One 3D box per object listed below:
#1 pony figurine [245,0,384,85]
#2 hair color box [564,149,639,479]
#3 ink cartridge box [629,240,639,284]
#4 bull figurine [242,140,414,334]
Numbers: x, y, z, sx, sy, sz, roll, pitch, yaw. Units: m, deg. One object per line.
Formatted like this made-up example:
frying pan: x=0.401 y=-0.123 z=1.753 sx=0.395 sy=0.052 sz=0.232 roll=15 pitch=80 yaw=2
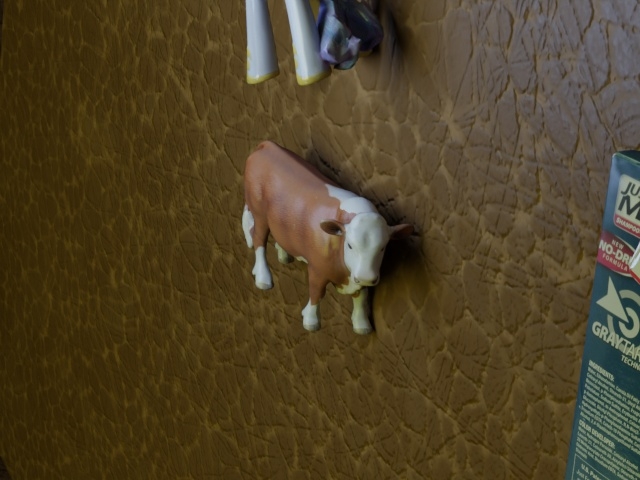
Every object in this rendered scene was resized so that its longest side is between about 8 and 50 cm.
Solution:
pony figurine: x=-0.049 y=-0.357 z=1.631 sx=0.351 sy=0.303 sz=0.363 roll=18 pitch=128 yaw=69
hair color box: x=0.296 y=0.103 z=1.142 sx=0.105 sy=0.174 sz=0.347 roll=35 pitch=127 yaw=54
ink cartridge box: x=0.350 y=0.026 z=0.957 sx=0.172 sy=0.237 sz=0.100 roll=55 pitch=139 yaw=42
bull figurine: x=0.000 y=0.000 z=1.753 sx=0.310 sy=0.101 sz=0.188 roll=45 pitch=137 yaw=48
